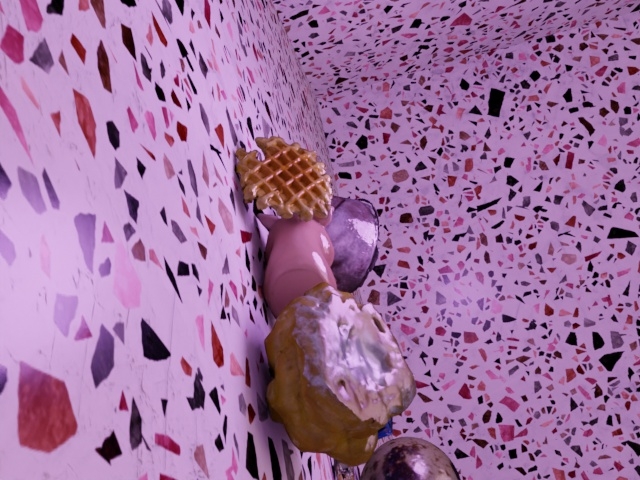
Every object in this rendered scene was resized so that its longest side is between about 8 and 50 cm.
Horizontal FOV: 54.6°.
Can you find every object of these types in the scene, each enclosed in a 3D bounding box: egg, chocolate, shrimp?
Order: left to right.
[{"bbox_3d":[0.000,0.000,1.734,0.212,0.303,0.303,15,48,-29],"label":"chocolate"},{"bbox_3d":[0.066,0.643,1.801,0.150,0.051,0.217,56,26,-57],"label":"shrimp"},{"bbox_3d":[0.297,0.853,1.999,0.345,0.344,0.428,-20,98,-82],"label":"egg"}]

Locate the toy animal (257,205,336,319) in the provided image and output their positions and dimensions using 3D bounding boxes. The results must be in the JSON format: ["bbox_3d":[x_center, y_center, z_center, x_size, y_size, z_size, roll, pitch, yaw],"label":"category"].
[{"bbox_3d":[-0.045,0.061,1.506,0.256,0.195,0.213,-98,180,-55],"label":"toy animal"}]

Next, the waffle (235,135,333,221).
[{"bbox_3d":[-0.081,-0.156,1.507,0.056,0.249,0.261,119,-30,-43],"label":"waffle"}]

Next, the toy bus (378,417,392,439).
[{"bbox_3d":[0.197,0.655,2.412,0.287,0.138,0.175,-17,93,-83],"label":"toy bus"}]

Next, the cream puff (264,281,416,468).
[{"bbox_3d":[0.014,0.301,1.325,0.378,0.275,0.378,29,45,-33],"label":"cream puff"}]
